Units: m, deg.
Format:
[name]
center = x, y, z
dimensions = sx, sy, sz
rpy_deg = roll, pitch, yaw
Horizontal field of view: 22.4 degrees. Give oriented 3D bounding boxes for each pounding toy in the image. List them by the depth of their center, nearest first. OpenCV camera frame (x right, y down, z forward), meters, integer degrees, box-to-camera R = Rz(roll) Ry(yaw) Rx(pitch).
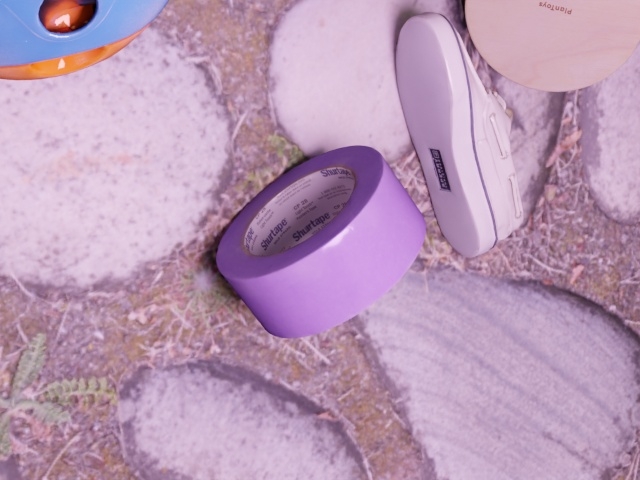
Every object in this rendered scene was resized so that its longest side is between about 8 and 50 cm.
[pounding toy]
center = 0.222, -0.272, 1.651
dimensions = 0.237, 0.110, 0.183
rpy_deg = 38, 120, -12

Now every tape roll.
[tape roll]
center = 0.000, 0.000, 1.533
dimensions = 0.189, 0.189, 0.080
rpy_deg = -44, 116, -15

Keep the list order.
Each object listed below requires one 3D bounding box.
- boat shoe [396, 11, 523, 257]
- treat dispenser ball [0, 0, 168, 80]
[boat shoe]
center = 0.153, -0.115, 1.652
dimensions = 0.088, 0.096, 0.267
rpy_deg = -28, 113, -26
[treat dispenser ball]
center = -0.242, -0.273, 1.291
dimensions = 0.288, 0.288, 0.288
rpy_deg = -6, 102, -28
